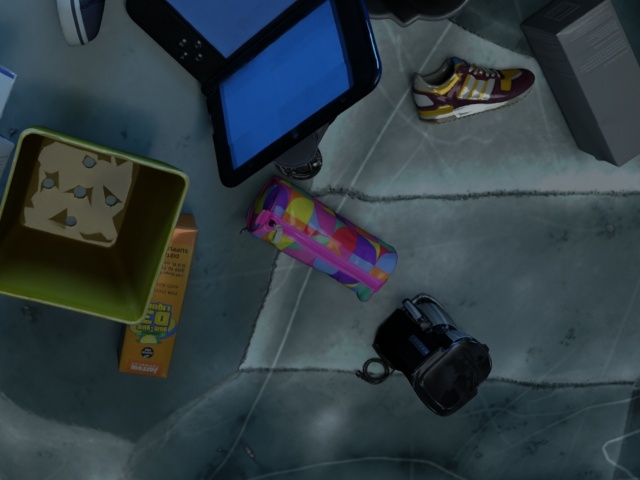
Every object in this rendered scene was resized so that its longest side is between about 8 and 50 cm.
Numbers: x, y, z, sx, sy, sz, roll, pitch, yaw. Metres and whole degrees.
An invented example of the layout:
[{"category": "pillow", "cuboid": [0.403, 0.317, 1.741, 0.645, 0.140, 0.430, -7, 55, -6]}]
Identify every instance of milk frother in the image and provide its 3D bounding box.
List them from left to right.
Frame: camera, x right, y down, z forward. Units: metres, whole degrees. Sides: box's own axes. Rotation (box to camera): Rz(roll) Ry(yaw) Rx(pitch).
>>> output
[{"category": "milk frother", "cuboid": [-0.033, -0.134, 1.430, 0.129, 0.135, 0.143, -19, 113, 25]}]

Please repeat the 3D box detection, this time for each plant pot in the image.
[{"category": "plant pot", "cuboid": [-0.313, -0.040, 1.358, 0.212, 0.187, 0.212, 16, 103, -19]}]

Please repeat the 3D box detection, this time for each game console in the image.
[{"category": "game console", "cuboid": [-0.094, -0.253, 1.285, 0.293, 0.173, 0.250, -32, 117, 35]}]

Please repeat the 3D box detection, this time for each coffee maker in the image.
[{"category": "coffee maker", "cuboid": [0.159, 0.190, 1.569, 0.120, 0.178, 0.171, 25, 100, -21]}]

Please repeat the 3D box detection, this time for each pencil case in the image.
[{"category": "pencil case", "cuboid": [0.000, 0.000, 1.506, 0.236, 0.104, 0.104, 29, 99, -23]}]

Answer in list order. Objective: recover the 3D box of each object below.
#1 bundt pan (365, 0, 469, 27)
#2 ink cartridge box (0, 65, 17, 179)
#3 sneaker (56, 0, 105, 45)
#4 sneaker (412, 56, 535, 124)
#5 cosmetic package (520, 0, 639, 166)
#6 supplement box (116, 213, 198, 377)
[{"category": "bundt pan", "cuboid": [0.108, -0.457, 1.354, 0.330, 0.124, 0.331, -8, 116, -16]}, {"category": "ink cartridge box", "cuboid": [-0.541, -0.118, 1.243, 0.324, 0.071, 0.330, 28, 101, 8]}, {"category": "sneaker", "cuboid": [-0.272, -0.404, 1.279, 0.127, 0.126, 0.321, -2, 107, -9]}, {"category": "sneaker", "cuboid": [0.225, -0.233, 1.503, 0.185, 0.069, 0.084, -20, 117, -9]}, {"category": "cosmetic package", "cuboid": [0.404, -0.238, 1.520, 0.107, 0.127, 0.238, -36, 115, -2]}, {"category": "supplement box", "cuboid": [-0.235, 0.077, 1.478, 0.078, 0.080, 0.233, 9, 108, -15]}]
